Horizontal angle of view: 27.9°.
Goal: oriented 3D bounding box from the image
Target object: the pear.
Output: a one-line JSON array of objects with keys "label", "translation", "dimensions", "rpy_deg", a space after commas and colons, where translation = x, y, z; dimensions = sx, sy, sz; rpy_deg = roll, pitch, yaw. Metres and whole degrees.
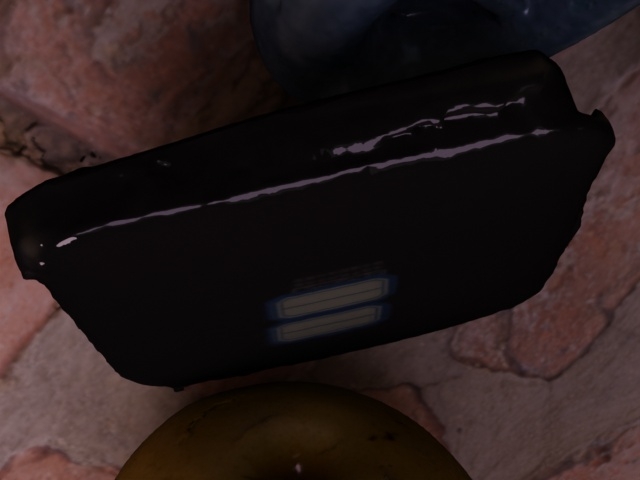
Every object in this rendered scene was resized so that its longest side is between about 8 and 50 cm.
[{"label": "pear", "translation": [-0.019, 0.275, 1.009], "dimensions": [0.349, 0.348, 0.348], "rpy_deg": [-7, 125, -10]}]

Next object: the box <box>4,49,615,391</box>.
[{"label": "box", "translation": [0.000, 0.000, 0.871], "dimensions": [0.359, 0.091, 0.350], "rpy_deg": [-15, 160, -2]}]

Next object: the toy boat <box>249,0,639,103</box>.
[{"label": "toy boat", "translation": [0.093, -0.158, 0.786], "dimensions": [0.330, 0.123, 0.215], "rpy_deg": [-21, 156, 37]}]
